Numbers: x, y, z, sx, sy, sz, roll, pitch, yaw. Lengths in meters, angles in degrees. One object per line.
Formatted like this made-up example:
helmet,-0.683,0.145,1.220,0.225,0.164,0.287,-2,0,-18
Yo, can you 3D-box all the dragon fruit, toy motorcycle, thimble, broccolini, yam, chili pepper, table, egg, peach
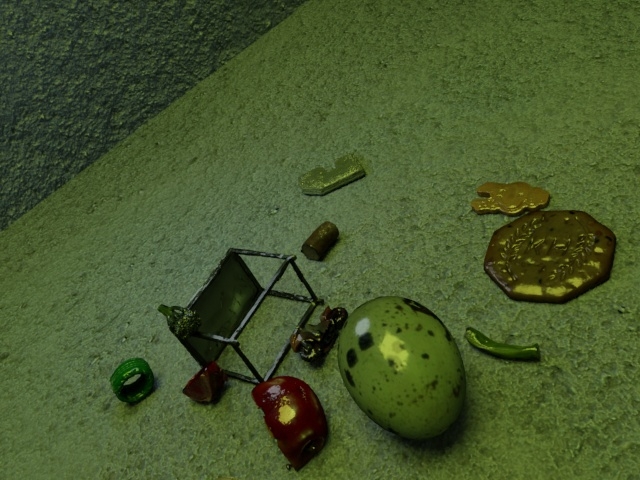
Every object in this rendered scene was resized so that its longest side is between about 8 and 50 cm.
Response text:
dragon fruit,-0.326,0.421,1.909,0.147,0.096,0.102,-39,14,49
toy motorcycle,-0.010,0.265,1.897,0.118,0.084,0.212,6,42,37
thimble,-0.583,0.433,2.018,0.130,0.118,0.090,-19,31,-19
broccolini,-0.400,0.220,1.857,0.203,0.068,0.091,24,90,57
yam,0.000,0.002,2.195,0.084,0.084,0.127,16,51,41
chili pepper,0.455,0.267,1.644,0.202,0.050,0.052,9,35,38
table,-0.213,0.222,1.953,0.272,0.222,0.335,6,49,37
egg,0.193,0.303,1.569,0.288,0.287,0.379,-24,46,5
peach,-0.081,0.433,1.699,0.154,0.158,0.267,-27,36,-9

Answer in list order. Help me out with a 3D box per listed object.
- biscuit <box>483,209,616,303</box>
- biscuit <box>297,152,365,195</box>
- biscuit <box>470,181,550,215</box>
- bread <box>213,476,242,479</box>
biscuit,0.630,0.033,1.812,0.359,0.046,0.359,-16,38,13
biscuit,0.038,-0.246,2.476,0.250,0.046,0.147,-24,39,4
biscuit,0.591,-0.131,2.033,0.236,0.040,0.144,2,52,35
bread,-0.252,0.673,1.623,0.077,0.105,0.152,-6,75,25
